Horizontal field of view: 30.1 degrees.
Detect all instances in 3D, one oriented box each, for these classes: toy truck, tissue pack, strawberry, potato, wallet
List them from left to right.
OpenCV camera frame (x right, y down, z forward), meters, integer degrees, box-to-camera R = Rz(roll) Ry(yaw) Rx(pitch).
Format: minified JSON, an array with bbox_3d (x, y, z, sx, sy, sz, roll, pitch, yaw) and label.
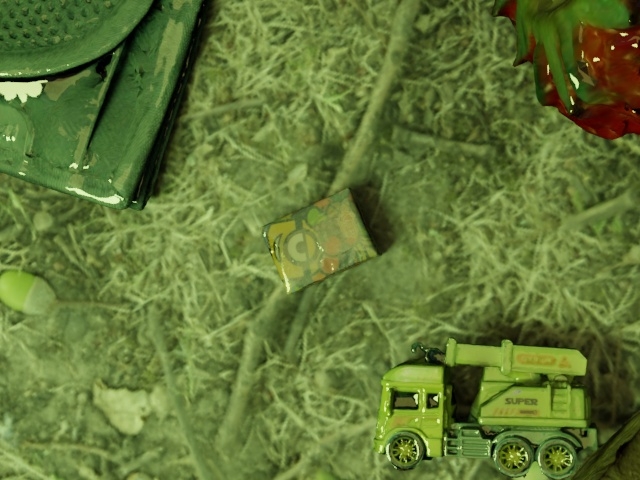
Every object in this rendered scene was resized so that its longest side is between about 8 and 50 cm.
[{"bbox_3d":[-0.277,-0.181,1.021,0.342,0.075,0.237,17,86,12],"label":"wallet"},{"bbox_3d":[0.000,0.000,0.968,0.083,0.035,0.063,-25,82,9],"label":"tissue pack"},{"bbox_3d":[0.127,0.125,0.912,0.168,0.077,0.100,1,89,13],"label":"toy truck"},{"bbox_3d":[0.222,0.199,0.858,0.089,0.101,0.172,43,50,8],"label":"potato"},{"bbox_3d":[0.278,-0.206,0.834,0.288,0.250,0.239,-13,76,-15],"label":"strawberry"}]
